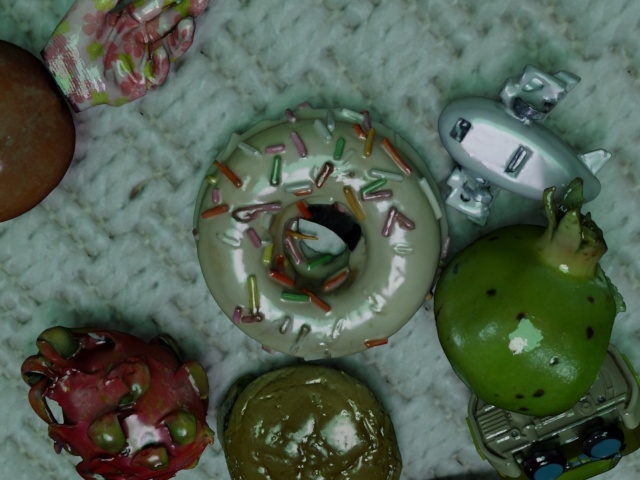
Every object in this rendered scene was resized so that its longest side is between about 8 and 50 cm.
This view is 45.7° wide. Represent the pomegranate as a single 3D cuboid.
[{"bbox_3d":[0.280,0.077,1.005,0.260,0.260,0.341,11,123,1],"label":"pomegranate"}]

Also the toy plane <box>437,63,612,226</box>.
[{"bbox_3d":[0.273,-0.120,1.038,0.244,0.117,0.245,5,116,10],"label":"toy plane"}]

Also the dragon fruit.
[{"bbox_3d":[-0.308,0.246,1.131,0.307,0.243,0.227,-1,146,0],"label":"dragon fruit"}]

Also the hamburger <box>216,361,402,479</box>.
[{"bbox_3d":[-0.021,0.327,1.186,0.284,0.134,0.266,-16,107,7],"label":"hamburger"}]

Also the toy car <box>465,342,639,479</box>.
[{"bbox_3d":[0.365,0.278,1.135,0.247,0.204,0.198,-28,127,13],"label":"toy car"}]

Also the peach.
[{"bbox_3d":[-0.458,-0.151,1.020,0.252,0.252,0.253,1,107,4],"label":"peach"}]

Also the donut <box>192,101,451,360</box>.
[{"bbox_3d":[0.000,0.000,1.079,0.382,0.142,0.383,1,107,3],"label":"donut"}]

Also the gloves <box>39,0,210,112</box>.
[{"bbox_3d":[-0.252,-0.277,1.028,0.241,0.126,0.145,-31,82,-10],"label":"gloves"}]
